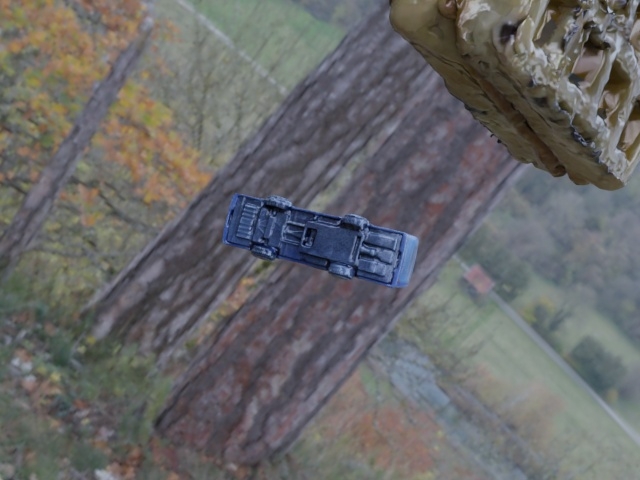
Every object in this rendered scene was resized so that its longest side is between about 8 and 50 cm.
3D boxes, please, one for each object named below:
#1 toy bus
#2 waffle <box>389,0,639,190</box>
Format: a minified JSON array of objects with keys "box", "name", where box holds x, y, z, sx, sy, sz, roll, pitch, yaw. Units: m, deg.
[{"box":[0.000,0.003,1.252,0.237,0.079,0.094,14,-6,24],"name":"toy bus"},{"box":[0.207,-0.250,0.711,0.114,0.376,0.261,23,-3,38],"name":"waffle"}]
